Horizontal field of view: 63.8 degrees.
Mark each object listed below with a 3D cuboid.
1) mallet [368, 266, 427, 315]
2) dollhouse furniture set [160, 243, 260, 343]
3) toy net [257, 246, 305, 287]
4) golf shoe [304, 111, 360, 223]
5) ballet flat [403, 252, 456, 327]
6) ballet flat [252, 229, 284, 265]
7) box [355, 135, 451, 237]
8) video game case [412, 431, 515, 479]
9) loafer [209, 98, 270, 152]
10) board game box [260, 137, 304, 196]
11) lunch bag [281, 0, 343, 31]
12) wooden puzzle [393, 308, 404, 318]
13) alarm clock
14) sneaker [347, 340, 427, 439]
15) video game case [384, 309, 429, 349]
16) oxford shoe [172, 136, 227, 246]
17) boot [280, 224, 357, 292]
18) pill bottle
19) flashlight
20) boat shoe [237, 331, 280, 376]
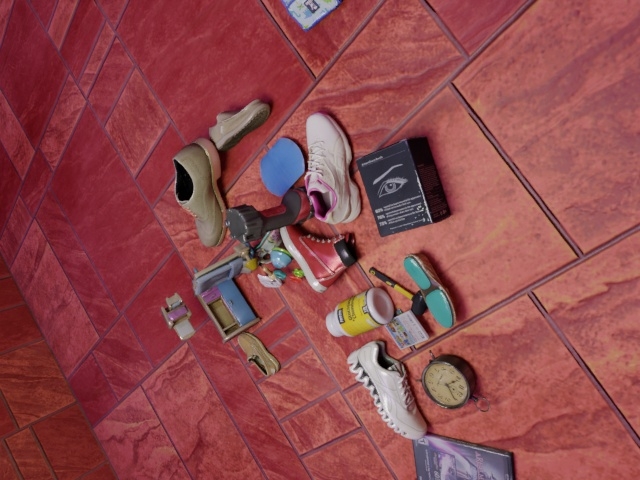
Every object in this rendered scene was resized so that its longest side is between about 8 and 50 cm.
[{"bbox_3d":[0.207,0.117,1.356,0.189,0.039,0.062,40,125,26],"label":"mallet"},{"bbox_3d":[-0.313,0.187,1.577,0.198,0.286,0.303,55,152,12],"label":"dollhouse furniture set"},{"bbox_3d":[-0.119,0.097,1.561,0.122,0.045,0.232,26,153,-8],"label":"toy net"},{"bbox_3d":[0.014,-0.189,1.348,0.115,0.140,0.306,-16,92,41],"label":"golf shoe"},{"bbox_3d":[0.283,0.116,1.274,0.073,0.067,0.206,-33,85,43],"label":"ballet flat"},{"bbox_3d":[-0.157,0.024,1.570,0.079,0.077,0.221,43,145,-5],"label":"ballet flat"},{"bbox_3d":[0.199,-0.129,1.241,0.153,0.108,0.207,-15,93,39],"label":"box"},{"bbox_3d":[0.380,0.625,1.373,0.274,0.026,0.196,-1,102,38],"label":"video game case"},{"bbox_3d":[-0.256,-0.351,1.531,0.268,0.102,0.092,-27,92,40],"label":"loafer"},{"bbox_3d":[-0.105,-0.215,1.500,0.168,0.033,0.133,-43,71,32],"label":"board game box"},{"bbox_3d":[-0.030,-0.626,1.291,0.128,0.096,0.151,-26,101,37],"label":"lunch bag"},{"bbox_3d":[0.215,0.217,1.393,0.049,0.006,0.083,51,127,14],"label":"wooden puzzle"},{"bbox_3d":[0.342,0.368,1.302,0.192,0.064,0.129,34,121,28],"label":"alarm clock"},{"bbox_3d":[0.199,0.406,1.404,0.118,0.110,0.292,-45,75,27],"label":"sneaker"},{"bbox_3d":[0.225,0.238,1.364,0.087,0.011,0.122,56,144,4],"label":"video game case"},{"bbox_3d":[-0.398,-0.128,1.641,0.140,0.146,0.397,22,132,30],"label":"oxford shoe"},{"bbox_3d":[0.000,0.000,1.459,0.176,0.088,0.244,-44,65,20],"label":"boot"},{"bbox_3d":[0.103,0.204,1.412,0.184,0.103,0.103,-31,84,38],"label":"pill bottle"},{"bbox_3d":[-0.126,-0.078,1.378,0.103,0.304,0.103,20,113,33],"label":"flashlight"},{"bbox_3d":[-0.221,0.382,1.731,0.190,0.072,0.068,36,122,25],"label":"boat shoe"}]
